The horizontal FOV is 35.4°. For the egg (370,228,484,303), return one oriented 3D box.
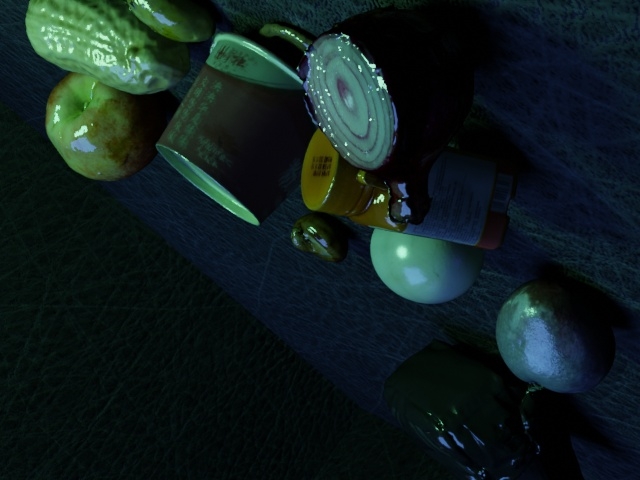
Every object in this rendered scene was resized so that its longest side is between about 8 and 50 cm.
[{"bbox_3d":[0.148,0.012,1.428,0.151,0.151,0.209,40,176,-16],"label":"egg"}]

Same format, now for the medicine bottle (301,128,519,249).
[{"bbox_3d":[0.098,-0.065,1.160,0.222,0.112,0.149,10,-176,-23],"label":"medicine bottle"}]

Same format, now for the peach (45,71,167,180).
[{"bbox_3d":[-0.405,-0.221,1.953,0.232,0.232,0.256,31,175,26],"label":"peach"}]

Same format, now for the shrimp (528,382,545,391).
[{"bbox_3d":[0.395,0.225,1.771,0.076,0.082,0.174,-13,161,10],"label":"shrimp"}]

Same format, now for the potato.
[{"bbox_3d":[-0.209,-0.318,1.381,0.138,0.070,0.091,39,169,-9],"label":"potato"}]

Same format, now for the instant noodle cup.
[{"bbox_3d":[-0.100,-0.143,1.369,0.234,0.178,0.235,36,172,6],"label":"instant noodle cup"}]

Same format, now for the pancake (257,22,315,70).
[{"bbox_3d":[-0.004,-0.213,1.317,0.199,0.021,0.199,34,167,9],"label":"pancake"}]

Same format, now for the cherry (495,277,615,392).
[{"bbox_3d":[0.324,0.128,1.400,0.176,0.140,0.176,33,143,29],"label":"cherry"}]

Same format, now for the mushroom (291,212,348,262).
[{"bbox_3d":[0.000,0.000,1.934,0.127,0.087,0.127,39,168,10],"label":"mushroom"}]

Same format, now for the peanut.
[{"bbox_3d":[-0.328,-0.316,1.561,0.313,0.152,0.152,22,162,32],"label":"peanut"}]

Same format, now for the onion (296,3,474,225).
[{"bbox_3d":[0.081,-0.125,1.007,0.195,0.139,0.218,-6,108,58],"label":"onion"}]

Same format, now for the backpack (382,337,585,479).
[{"bbox_3d":[0.357,0.396,2.031,0.446,0.255,0.363,50,169,-24],"label":"backpack"}]
